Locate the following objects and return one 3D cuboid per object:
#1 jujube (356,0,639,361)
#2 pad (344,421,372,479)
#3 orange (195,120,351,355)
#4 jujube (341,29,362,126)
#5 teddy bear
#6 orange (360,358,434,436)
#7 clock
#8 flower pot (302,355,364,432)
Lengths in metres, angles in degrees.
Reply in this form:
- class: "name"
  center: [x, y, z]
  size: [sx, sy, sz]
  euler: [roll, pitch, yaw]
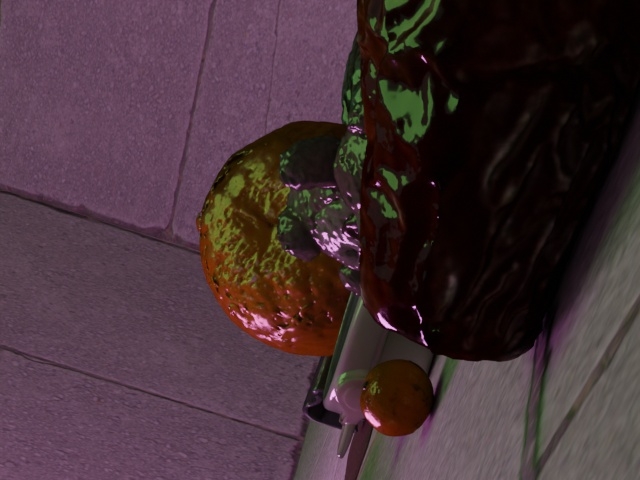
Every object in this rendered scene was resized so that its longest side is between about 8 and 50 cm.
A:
- class: "jujube"
  center: [0.115, -0.086, 0.882]
  size: [0.216, 0.216, 0.342]
  euler: [-75, -10, -75]
- class: "pad"
  center: [0.063, 0.329, 2.075]
  size: [0.266, 0.002, 0.176]
  euler: [-74, 2, -72]
- class: "orange"
  center: [0.000, 0.000, 1.849]
  size: [0.293, 0.340, 0.341]
  euler: [15, -88, -61]
- class: "jujube"
  center: [0.142, -0.248, 1.976]
  size: [0.226, 0.226, 0.317]
  euler: [109, 173, -70]
- class: "teddy bear"
  center: [0.069, -0.042, 1.296]
  size: [0.267, 0.236, 0.151]
  euler: [-20, 43, 65]
- class: "orange"
  center: [0.081, 0.167, 1.360]
  size: [0.083, 0.083, 0.084]
  euler: [-163, 90, -89]
- class: "clock"
  center: [0.085, 0.102, 1.567]
  size: [0.265, 0.108, 0.324]
  euler: [-81, 7, -77]
- class: "flower pot"
  center: [0.040, 0.227, 2.025]
  size: [0.229, 0.103, 0.108]
  euler: [111, 179, -72]
